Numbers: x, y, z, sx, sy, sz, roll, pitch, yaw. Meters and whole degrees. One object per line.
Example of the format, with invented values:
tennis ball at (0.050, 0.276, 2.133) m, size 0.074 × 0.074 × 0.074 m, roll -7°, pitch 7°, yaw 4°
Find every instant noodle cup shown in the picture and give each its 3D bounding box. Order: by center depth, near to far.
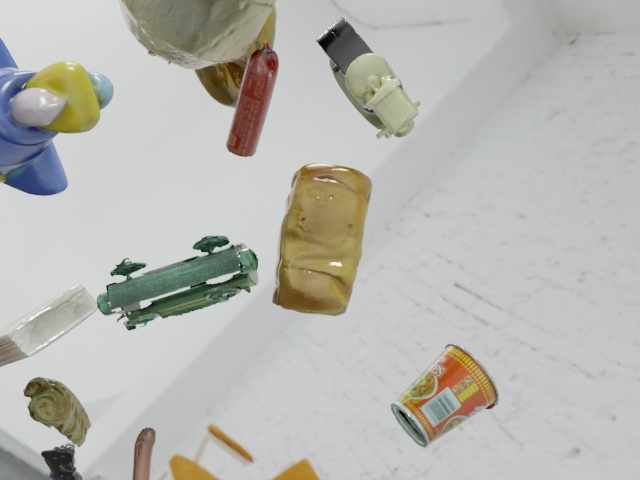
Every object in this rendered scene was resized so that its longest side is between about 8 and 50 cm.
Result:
instant noodle cup at (0.291, 0.385, 1.711) m, size 0.193 × 0.212 × 0.193 m, roll 48°, pitch -18°, yaw 22°

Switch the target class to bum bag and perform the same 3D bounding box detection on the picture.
bum bag at (-0.781, 0.691, 2.156) m, size 0.107 × 0.060 × 0.232 m, roll 9°, pitch -48°, yaw 1°

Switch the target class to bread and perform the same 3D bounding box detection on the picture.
bread at (0.000, 0.000, 1.403) m, size 0.167 × 0.294 × 0.132 m, roll 11°, pitch -5°, yaw -2°
bread at (-0.558, 0.366, 1.529) m, size 0.128 × 0.088 × 0.232 m, roll 47°, pitch -18°, yaw 24°

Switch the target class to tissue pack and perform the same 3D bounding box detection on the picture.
tissue pack at (-0.581, 0.183, 1.418) m, size 0.325 × 0.170 × 0.071 m, roll -22°, pitch -75°, yaw 49°

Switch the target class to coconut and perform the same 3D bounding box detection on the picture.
coconut at (-0.226, -0.525, 1.374) m, size 0.352 × 0.352 × 0.352 m, roll 43°, pitch -6°, yaw 5°

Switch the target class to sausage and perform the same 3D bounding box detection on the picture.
sausage at (-0.349, 0.463, 1.393) m, size 0.043 × 0.186 × 0.043 m, roll 0°, pitch -14°, yaw 0°
sausage at (-0.143, -0.305, 1.528) m, size 0.074 × 0.074 × 0.274 m, roll 41°, pitch -46°, yaw 20°

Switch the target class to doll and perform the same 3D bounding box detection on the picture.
doll at (-0.414, -0.090, 0.757) m, size 0.376 × 0.366 × 0.187 m, roll 36°, pitch -35°, yaw 42°

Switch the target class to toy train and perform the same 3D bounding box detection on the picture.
toy train at (-0.254, 0.091, 1.325) m, size 0.189 × 0.308 × 0.126 m, roll 61°, pitch 11°, yaw -68°

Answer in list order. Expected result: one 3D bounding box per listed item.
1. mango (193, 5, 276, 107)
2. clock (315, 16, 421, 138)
mango at (-0.234, -0.530, 1.862) m, size 0.182 × 0.253 × 0.364 m, roll 15°, pitch -71°, yaw 57°
clock at (0.100, -0.331, 1.487) m, size 0.276 × 0.120 × 0.379 m, roll 51°, pitch 11°, yaw -3°
